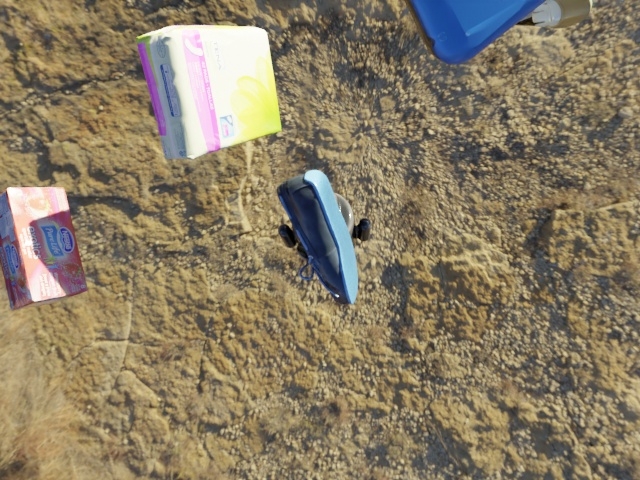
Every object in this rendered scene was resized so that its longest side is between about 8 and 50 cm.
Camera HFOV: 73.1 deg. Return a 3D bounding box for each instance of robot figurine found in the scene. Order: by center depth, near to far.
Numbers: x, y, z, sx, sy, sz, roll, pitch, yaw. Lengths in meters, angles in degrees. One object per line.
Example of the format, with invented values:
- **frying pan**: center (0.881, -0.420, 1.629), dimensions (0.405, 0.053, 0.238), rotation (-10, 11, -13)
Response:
- **robot figurine**: center (0.014, -0.024, 1.199), dimensions (0.209, 0.278, 0.174), rotation (32, 74, 18)

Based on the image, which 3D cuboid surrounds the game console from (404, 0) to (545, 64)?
- **game console**: center (0.105, -0.336, 0.312), dimensions (0.250, 0.173, 0.293), rotation (-37, 128, 10)

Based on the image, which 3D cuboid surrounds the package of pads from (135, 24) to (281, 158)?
- **package of pads**: center (-0.208, -0.309, 0.875), dimensions (0.101, 0.296, 0.229), rotation (6, 115, 29)

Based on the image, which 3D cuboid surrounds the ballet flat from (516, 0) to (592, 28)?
- **ballet flat**: center (0.480, -0.503, 0.961), dimensions (0.073, 0.232, 0.080), rotation (-31, 122, -8)

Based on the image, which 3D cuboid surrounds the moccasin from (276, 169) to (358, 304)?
- **moccasin**: center (0.000, 0.000, 0.989), dimensions (0.116, 0.138, 0.342), rotation (-9, 116, 19)

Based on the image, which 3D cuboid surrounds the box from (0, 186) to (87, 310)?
- **box**: center (-0.647, 0.017, 0.990), dimensions (0.128, 0.122, 0.257), rotation (-18, 86, 35)
